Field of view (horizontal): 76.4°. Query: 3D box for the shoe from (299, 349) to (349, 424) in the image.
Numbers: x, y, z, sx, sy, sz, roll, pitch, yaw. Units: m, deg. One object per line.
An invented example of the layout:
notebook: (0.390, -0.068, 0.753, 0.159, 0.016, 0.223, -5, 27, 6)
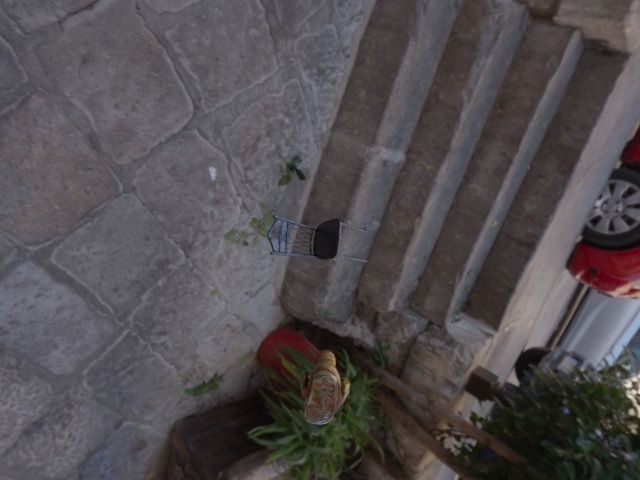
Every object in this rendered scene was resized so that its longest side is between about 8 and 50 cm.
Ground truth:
shoe: (0.007, 0.217, 0.601, 0.069, 0.072, 0.108, -81, 162, -59)

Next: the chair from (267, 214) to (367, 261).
chair: (0.000, 0.000, 0.361, 0.086, 0.042, 0.037, 12, 73, -31)
